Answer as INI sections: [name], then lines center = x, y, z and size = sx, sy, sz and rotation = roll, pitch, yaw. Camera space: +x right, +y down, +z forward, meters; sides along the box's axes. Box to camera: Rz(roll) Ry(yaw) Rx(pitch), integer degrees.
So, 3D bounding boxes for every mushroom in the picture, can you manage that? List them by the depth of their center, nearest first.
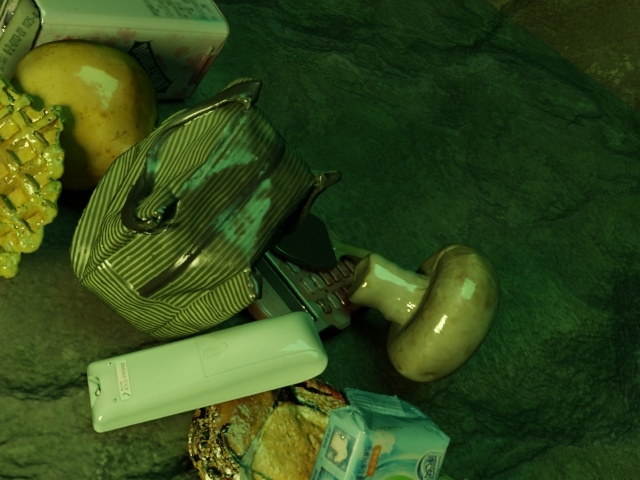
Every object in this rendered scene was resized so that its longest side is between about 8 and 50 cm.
[mushroom]
center = 0.160, 0.095, 1.320
size = 0.243, 0.243, 0.243
rotation = 24, 40, -21

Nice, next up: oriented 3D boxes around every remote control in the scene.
[remote control]
center = -0.142, 0.154, 1.028
size = 0.293, 0.051, 0.103
rotation = -14, 44, -10

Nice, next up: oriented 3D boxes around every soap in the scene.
[soap]
center = 0.052, 0.328, 0.990
size = 0.156, 0.293, 0.077
rotation = 12, 7, -36

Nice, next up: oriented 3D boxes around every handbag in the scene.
[handbag]
center = -0.144, -0.043, 1.085
size = 0.247, 0.240, 0.340
rotation = 47, 57, -23

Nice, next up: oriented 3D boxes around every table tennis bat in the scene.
[table tennis bat]
center = 0.000, 0.000, 1.388
size = 0.246, 0.022, 0.138
rotation = 17, 39, -32

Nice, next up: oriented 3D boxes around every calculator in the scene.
[calculator]
center = -0.030, 0.063, 1.342
size = 0.220, 0.048, 0.330
rotation = 49, 35, 14

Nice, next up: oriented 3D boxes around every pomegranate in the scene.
[pomegranate]
center = -0.338, -0.180, 1.178
size = 0.233, 0.233, 0.233
rotation = 24, 40, -21

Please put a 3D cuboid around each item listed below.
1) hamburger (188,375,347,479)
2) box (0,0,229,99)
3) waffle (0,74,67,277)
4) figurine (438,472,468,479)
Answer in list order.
[hamburger]
center = -0.058, 0.259, 1.068
size = 0.231, 0.107, 0.231
rotation = 24, 43, -25
[box]
center = -0.343, -0.316, 1.335
size = 0.370, 0.190, 0.112
rotation = -10, 59, -47
[waffle]
center = -0.449, -0.080, 1.026
size = 0.291, 0.051, 0.291
rotation = 0, 76, 1
[figurine]
center = 0.166, 0.405, 1.103
size = 0.208, 0.128, 0.184
rotation = 53, 35, 3
